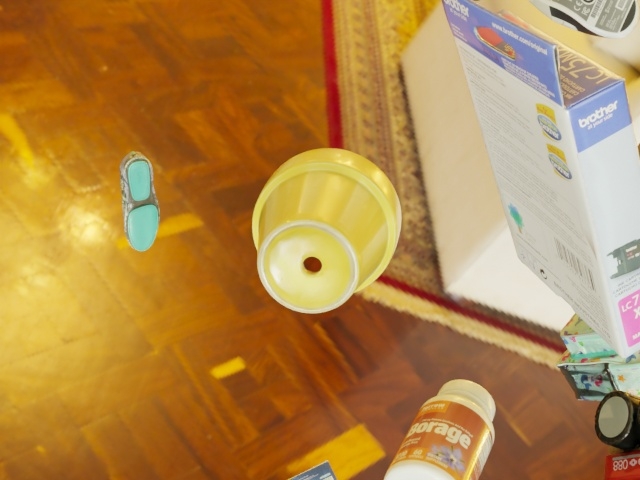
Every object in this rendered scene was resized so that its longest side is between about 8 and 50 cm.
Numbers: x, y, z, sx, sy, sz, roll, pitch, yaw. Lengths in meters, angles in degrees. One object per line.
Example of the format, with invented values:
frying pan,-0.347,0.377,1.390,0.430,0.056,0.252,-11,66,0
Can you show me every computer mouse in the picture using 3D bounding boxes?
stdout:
computer mouse,0.268,-0.282,1.185,0.193,0.042,0.106,28,79,-1

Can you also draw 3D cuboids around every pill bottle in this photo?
pill bottle,0.182,0.303,1.513,0.121,0.121,0.216,37,40,0

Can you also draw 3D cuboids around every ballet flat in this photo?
ballet flat,-0.194,-0.045,1.107,0.041,0.114,0.041,2,32,-1

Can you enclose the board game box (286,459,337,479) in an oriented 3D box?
board game box,-0.092,0.318,1.186,0.201,0.136,0.035,-17,75,-38

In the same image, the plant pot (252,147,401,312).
plant pot,0.000,0.000,1.727,0.254,0.254,0.239,33,23,-5

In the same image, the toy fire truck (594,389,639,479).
toy fire truck,0.347,0.255,0.968,0.159,0.217,0.246,19,65,-23

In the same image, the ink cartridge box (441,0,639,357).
ink cartridge box,0.200,-0.068,0.876,0.311,0.065,0.186,64,-6,-34

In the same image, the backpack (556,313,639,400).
backpack,0.584,0.187,1.909,0.225,0.254,0.191,-41,115,-33

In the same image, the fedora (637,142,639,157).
fedora,0.505,-0.100,1.357,0.334,0.152,0.334,-5,35,4
